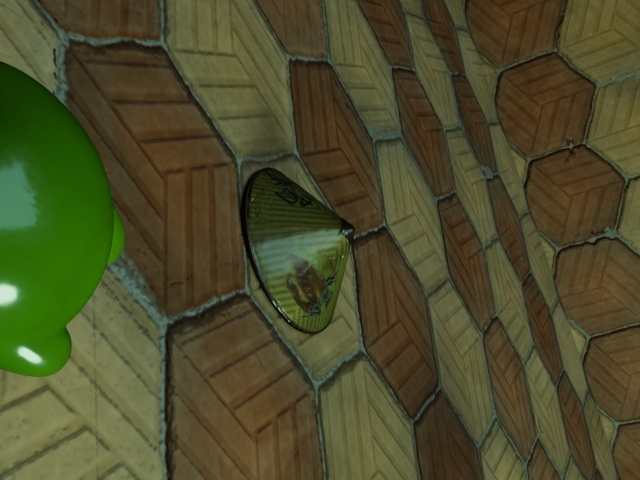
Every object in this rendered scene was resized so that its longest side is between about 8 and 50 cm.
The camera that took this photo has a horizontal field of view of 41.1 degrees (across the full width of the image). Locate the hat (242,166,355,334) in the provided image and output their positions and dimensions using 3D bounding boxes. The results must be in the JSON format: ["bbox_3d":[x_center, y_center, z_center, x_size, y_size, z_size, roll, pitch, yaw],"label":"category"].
[{"bbox_3d":[0.000,0.000,0.924,0.193,0.082,0.193,44,36,-44],"label":"hat"}]

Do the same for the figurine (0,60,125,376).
[{"bbox_3d":[-0.218,-0.040,0.431,0.263,0.143,0.162,43,38,-27],"label":"figurine"}]
